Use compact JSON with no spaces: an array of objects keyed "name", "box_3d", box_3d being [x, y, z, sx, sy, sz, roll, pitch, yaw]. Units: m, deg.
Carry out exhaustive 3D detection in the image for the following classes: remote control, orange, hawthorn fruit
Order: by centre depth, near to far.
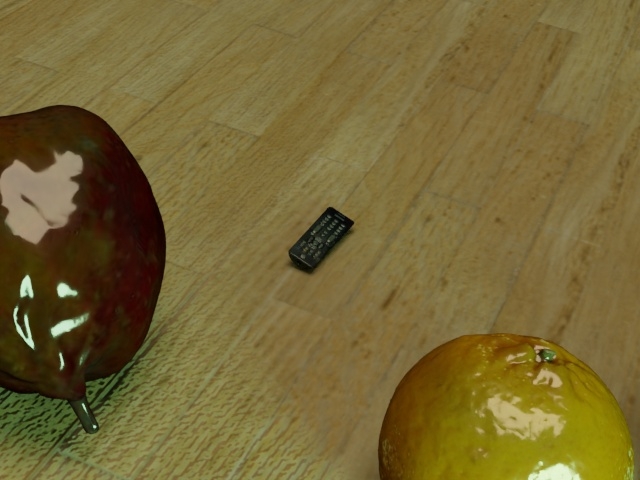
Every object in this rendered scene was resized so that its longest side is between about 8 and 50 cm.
[{"name":"orange","box_3d":[0.130,0.147,0.839,0.177,0.155,0.178,-4,39,3]},{"name":"hawthorn fruit","box_3d":[-0.203,0.028,0.906,0.208,0.208,0.248,-9,56,-24]},{"name":"remote control","box_3d":[0.000,0.000,1.133,0.034,0.016,0.091,34,40,8]}]
